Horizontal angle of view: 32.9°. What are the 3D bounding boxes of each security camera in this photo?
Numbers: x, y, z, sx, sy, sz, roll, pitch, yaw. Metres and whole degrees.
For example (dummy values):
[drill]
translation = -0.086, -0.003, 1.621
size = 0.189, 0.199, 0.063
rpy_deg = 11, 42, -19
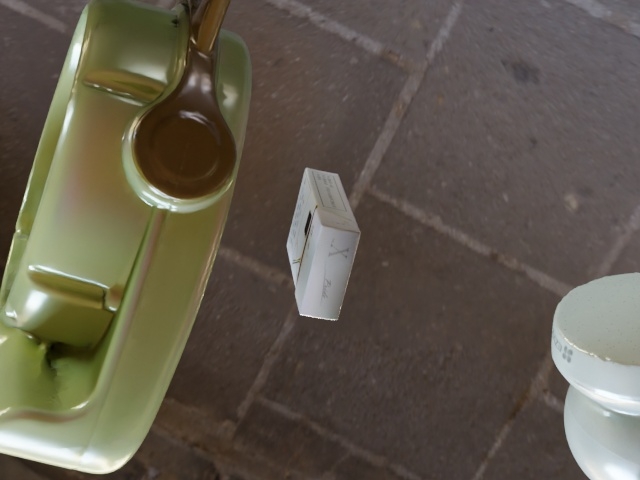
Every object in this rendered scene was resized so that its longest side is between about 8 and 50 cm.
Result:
[security camera]
translation = 0.349, 0.175, 1.167
size = 0.195, 0.194, 0.236
rpy_deg = -6, 115, 7

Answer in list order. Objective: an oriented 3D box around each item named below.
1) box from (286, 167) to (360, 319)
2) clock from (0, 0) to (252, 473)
[box]
translation = 0.001, 0.000, 0.963
size = 0.040, 0.154, 0.083
rpy_deg = 13, 109, -10
[clock]
translation = -0.146, -0.038, 0.777
size = 0.117, 0.286, 0.348
rpy_deg = 16, 104, -18
